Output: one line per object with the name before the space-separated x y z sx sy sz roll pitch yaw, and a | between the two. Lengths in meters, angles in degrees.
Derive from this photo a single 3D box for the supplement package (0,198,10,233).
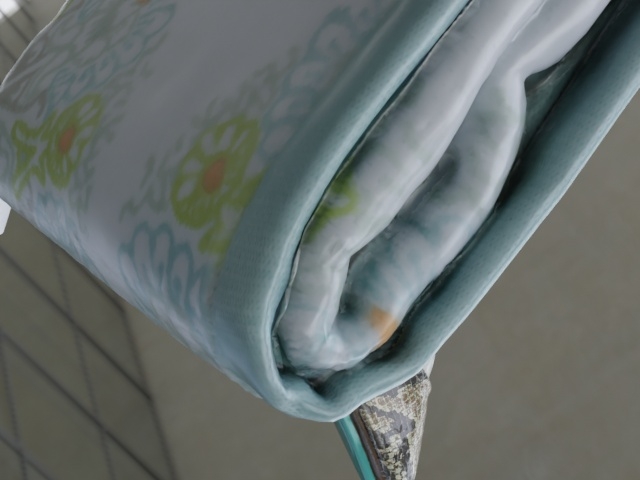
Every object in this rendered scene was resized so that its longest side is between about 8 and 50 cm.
supplement package | -0.301 -0.072 1.012 0.179 0.105 0.105 30 -152 13

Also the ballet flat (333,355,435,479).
ballet flat | 0.000 0.000 1.317 0.182 0.483 0.164 -34 -174 -3

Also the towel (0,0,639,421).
towel | 0.030 -0.128 0.619 0.374 0.090 0.320 -51 -151 -7
